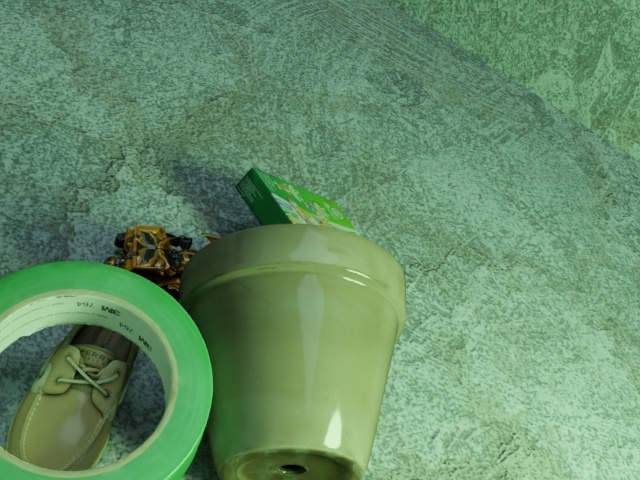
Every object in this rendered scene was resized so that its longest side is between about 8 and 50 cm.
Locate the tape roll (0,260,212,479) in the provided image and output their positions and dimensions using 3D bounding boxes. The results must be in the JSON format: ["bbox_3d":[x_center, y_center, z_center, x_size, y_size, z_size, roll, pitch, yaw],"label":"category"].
[{"bbox_3d":[-0.291,0.178,1.110,0.321,0.077,0.321,7,54,-10],"label":"tape roll"}]

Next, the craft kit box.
[{"bbox_3d":[0.000,0.000,1.623,0.247,0.061,0.250,24,25,-53],"label":"craft kit box"}]

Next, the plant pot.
[{"bbox_3d":[-0.036,0.179,1.258,0.323,0.323,0.280,12,53,-19],"label":"plant pot"}]

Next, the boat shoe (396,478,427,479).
[{"bbox_3d":[0.037,0.369,1.207,0.285,0.092,0.103,-8,48,-38],"label":"boat shoe"}]

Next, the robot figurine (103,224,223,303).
[{"bbox_3d":[-0.193,0.053,1.478,0.291,0.085,0.211,12,36,-20],"label":"robot figurine"}]

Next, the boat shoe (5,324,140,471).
[{"bbox_3d":[-0.310,0.179,1.217,0.122,0.110,0.341,21,35,-8],"label":"boat shoe"}]
